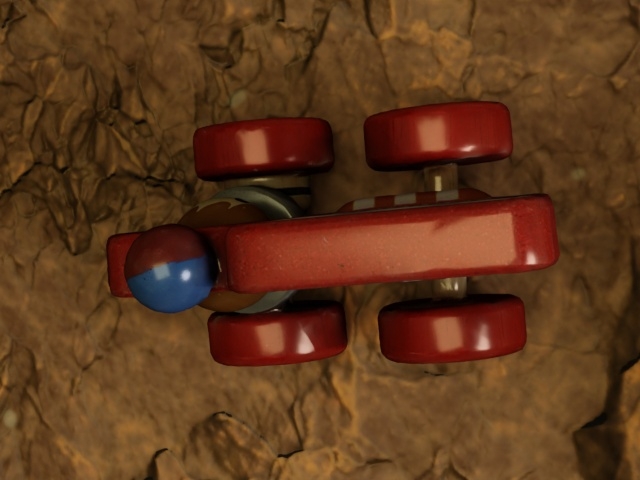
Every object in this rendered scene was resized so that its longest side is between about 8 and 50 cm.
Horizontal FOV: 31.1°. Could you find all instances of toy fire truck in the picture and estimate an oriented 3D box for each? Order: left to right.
[{"bbox_3d":[0.000,0.000,0.722,0.302,0.254,0.169,-4,90,15],"label":"toy fire truck"}]
